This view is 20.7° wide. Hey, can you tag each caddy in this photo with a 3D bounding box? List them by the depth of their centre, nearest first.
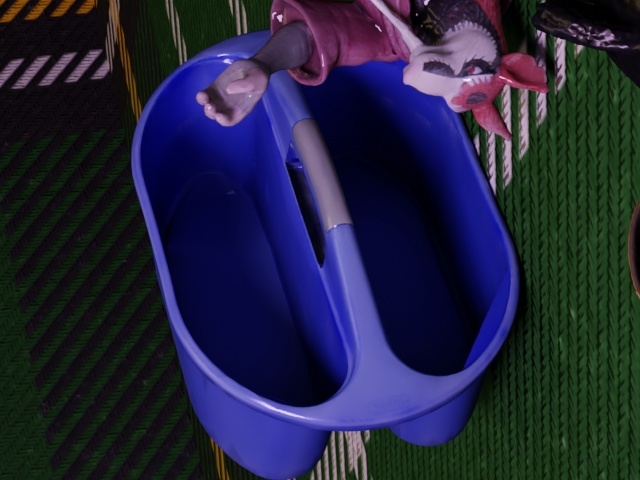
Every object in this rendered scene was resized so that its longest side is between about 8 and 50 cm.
[{"bbox_3d":[0.000,0.000,1.240,0.179,0.241,0.341,92,162,-56],"label":"caddy"}]

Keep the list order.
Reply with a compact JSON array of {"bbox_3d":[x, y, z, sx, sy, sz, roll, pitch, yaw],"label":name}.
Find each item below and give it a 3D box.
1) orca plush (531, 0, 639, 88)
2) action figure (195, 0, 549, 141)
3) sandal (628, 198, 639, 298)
[{"bbox_3d":[0.150,-0.137,0.861,0.151,0.102,0.287,96,159,-43],"label":"orca plush"},{"bbox_3d":[0.019,-0.215,1.139,0.370,0.248,0.276,55,-163,5],"label":"action figure"},{"bbox_3d":[0.166,0.001,0.769,0.090,0.060,0.219,-115,9,-53],"label":"sandal"}]
